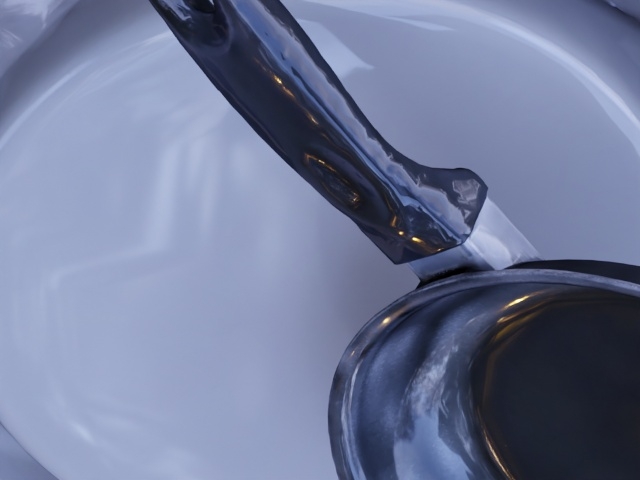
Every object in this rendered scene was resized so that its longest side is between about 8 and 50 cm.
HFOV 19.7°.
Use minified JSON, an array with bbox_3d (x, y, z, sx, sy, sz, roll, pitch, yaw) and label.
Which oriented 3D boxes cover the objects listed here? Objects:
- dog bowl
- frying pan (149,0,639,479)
[{"bbox_3d":[0.000,0.000,0.642,0.348,0.102,0.349,-1,129,-2],"label":"dog bowl"},{"bbox_3d":[0.044,0.039,0.549,0.053,0.326,0.197,-53,-179,-40],"label":"frying pan"}]
